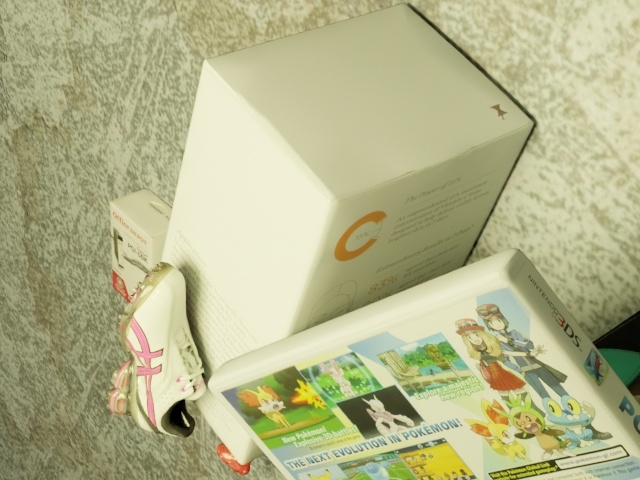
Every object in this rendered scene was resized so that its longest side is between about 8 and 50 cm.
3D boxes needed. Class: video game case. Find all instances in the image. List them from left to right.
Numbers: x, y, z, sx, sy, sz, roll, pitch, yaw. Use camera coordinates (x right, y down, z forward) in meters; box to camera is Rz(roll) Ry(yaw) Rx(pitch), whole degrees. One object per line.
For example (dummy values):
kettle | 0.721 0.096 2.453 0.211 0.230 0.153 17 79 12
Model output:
video game case | 0.105 0.171 0.846 0.329 0.036 0.300 -25 108 47

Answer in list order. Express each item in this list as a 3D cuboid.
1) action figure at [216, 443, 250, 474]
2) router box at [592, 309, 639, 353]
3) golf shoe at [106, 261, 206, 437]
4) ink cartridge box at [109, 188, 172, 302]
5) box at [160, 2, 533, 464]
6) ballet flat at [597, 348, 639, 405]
action figure | -0.069 0.142 1.274 0.139 0.091 0.280 45 141 9
router box | 0.331 0.154 0.762 0.309 0.081 0.243 59 145 12
golf shoe | -0.130 0.095 0.994 0.086 0.067 0.186 25 133 11
ink cartridge box | -0.213 0.019 1.433 0.099 0.056 0.135 36 136 38
box | 0.000 0.000 0.998 0.168 0.215 0.345 48 141 25
ballet flat | 0.221 0.105 0.762 0.168 0.057 0.052 -4 115 55
